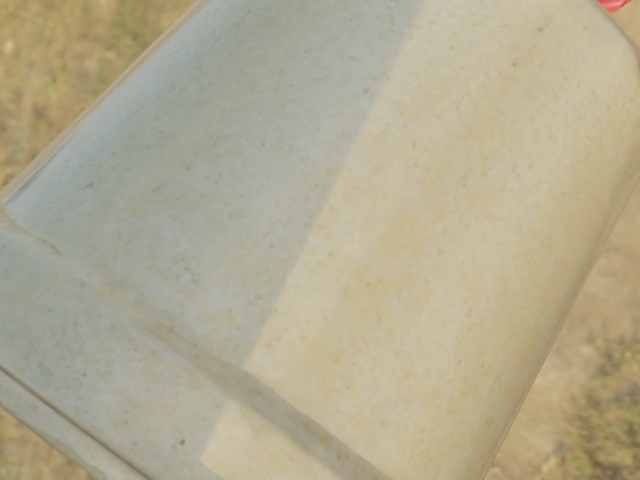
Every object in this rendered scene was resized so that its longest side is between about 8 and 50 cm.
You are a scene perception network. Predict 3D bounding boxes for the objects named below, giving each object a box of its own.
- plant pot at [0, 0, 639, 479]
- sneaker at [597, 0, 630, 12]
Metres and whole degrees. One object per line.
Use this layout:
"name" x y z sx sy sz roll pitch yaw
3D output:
"plant pot" 0.000 0.000 0.830 0.305 0.334 0.334 -53 34 -8
"sneaker" 0.303 -0.347 1.670 0.107 0.279 0.118 19 51 29
